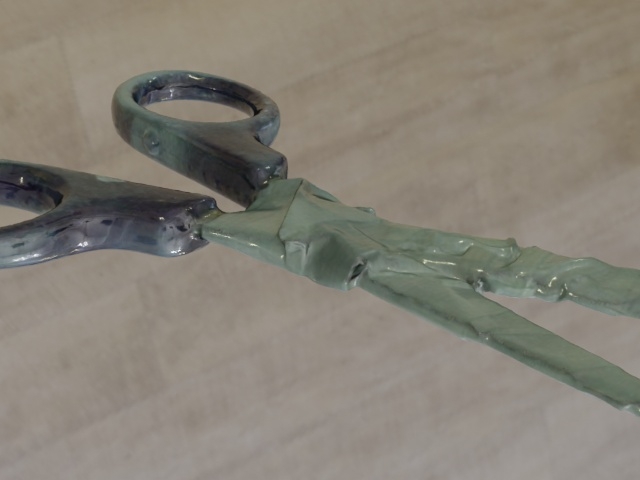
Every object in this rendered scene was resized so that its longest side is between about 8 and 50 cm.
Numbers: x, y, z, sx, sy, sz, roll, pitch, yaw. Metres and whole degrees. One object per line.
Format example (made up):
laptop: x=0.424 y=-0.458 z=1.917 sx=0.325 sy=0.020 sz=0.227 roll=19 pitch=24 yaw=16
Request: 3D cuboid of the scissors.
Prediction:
scissors: x=0.000 y=0.000 z=0.640 sx=0.256 sy=0.383 sz=0.029 roll=-29 pitch=131 yaw=-48
